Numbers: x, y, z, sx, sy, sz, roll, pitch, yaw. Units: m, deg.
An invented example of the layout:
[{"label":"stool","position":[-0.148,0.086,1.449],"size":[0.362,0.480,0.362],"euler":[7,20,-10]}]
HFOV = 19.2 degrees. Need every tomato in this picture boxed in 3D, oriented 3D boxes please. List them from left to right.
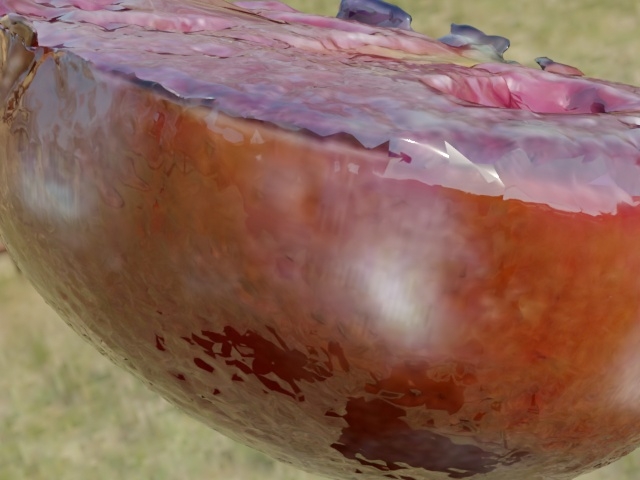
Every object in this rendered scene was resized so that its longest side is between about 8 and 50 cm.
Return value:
[{"label":"tomato","position":[-0.004,0.002,0.728],"size":[0.335,0.176,0.289],"euler":[21,14,34]}]
